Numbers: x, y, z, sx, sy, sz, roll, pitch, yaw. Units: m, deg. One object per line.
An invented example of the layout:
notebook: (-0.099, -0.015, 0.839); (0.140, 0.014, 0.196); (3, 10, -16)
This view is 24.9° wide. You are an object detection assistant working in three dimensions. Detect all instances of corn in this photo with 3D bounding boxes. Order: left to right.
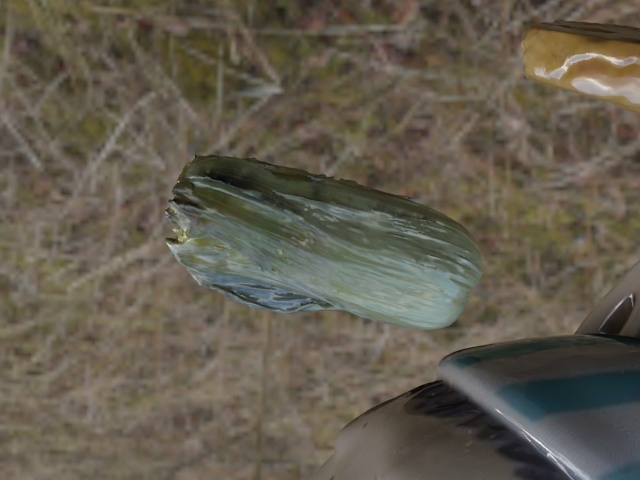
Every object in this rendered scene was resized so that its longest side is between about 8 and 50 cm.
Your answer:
corn: (0.001, 0.001, 1.356); (0.305, 0.122, 0.123); (14, 153, -12)

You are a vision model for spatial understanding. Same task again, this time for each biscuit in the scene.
biscuit: (0.244, -0.084, 0.798); (0.269, 0.051, 0.376); (9, -167, 7)

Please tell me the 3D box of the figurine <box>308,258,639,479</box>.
figurine: (0.170, 0.181, 0.776); (0.361, 0.377, 0.266); (35, -165, 16)
